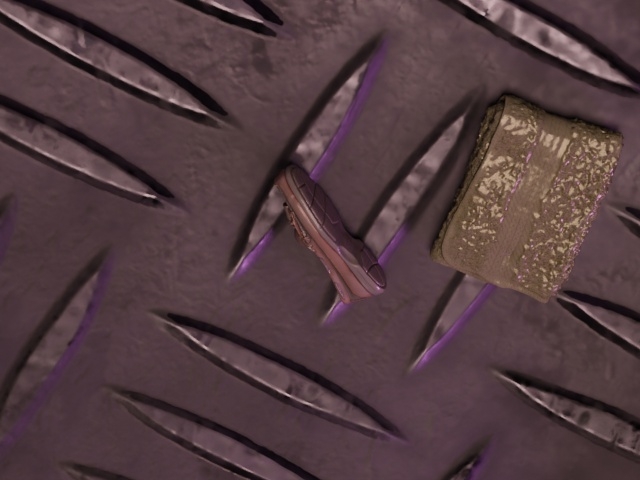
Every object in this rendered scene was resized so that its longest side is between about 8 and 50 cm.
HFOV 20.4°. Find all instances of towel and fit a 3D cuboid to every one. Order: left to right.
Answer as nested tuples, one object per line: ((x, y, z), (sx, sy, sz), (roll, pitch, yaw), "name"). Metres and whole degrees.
((0.153, -0.029, 1.313), (0.110, 0.027, 0.148), (17, 116, -8), "towel")

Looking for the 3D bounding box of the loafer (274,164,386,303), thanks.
((0.000, 0.000, 1.324), (0.039, 0.045, 0.125), (-29, 115, 22), "loafer")
